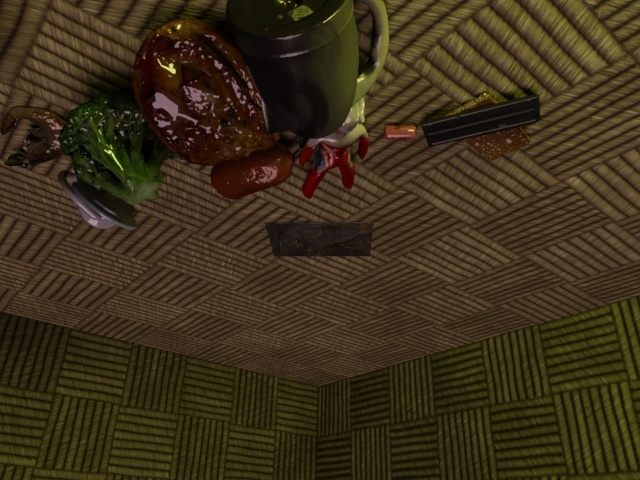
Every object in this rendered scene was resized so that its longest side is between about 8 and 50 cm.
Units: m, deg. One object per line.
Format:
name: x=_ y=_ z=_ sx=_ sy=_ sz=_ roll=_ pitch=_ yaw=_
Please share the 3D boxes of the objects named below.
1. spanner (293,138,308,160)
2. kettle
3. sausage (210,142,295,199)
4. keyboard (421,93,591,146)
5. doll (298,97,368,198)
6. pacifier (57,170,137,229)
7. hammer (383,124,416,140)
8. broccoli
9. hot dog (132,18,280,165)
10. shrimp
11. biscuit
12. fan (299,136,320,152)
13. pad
spanner: x=-0.025 y=-0.285 z=1.348 sx=0.054 sy=0.015 sz=0.255 roll=-8 pitch=150 yaw=-20
kettle: x=0.004 y=-0.365 z=1.066 sx=0.320 sy=0.228 sz=0.324 roll=-34 pitch=148 yaw=-10
sausage: x=-0.190 y=-0.192 z=1.449 sx=0.258 sy=0.133 sz=0.133 roll=-12 pitch=148 yaw=30
keyboard: x=0.440 y=-0.295 z=1.285 sx=0.381 sy=0.041 sz=0.103 roll=-4 pitch=151 yaw=23
doll: x=0.040 y=-0.241 z=1.379 sx=0.188 sy=0.099 sz=0.384 roll=-13 pitch=156 yaw=-17
pacifier: x=-0.582 y=-0.157 z=1.491 sx=0.226 sy=0.287 sz=0.238 roll=-47 pitch=117 yaw=1
hammer: x=0.204 y=-0.276 z=1.370 sx=0.083 sy=0.043 sz=0.043 roll=-2 pitch=150 yaw=3
broccoli: x=-0.461 y=-0.222 z=1.289 sx=0.307 sy=0.275 sz=0.308 roll=-30 pitch=159 yaw=-13
hot dog: x=-0.241 y=-0.306 z=1.195 sx=0.266 sy=0.174 sz=0.387 roll=-21 pitch=146 yaw=11
shrimp: x=-0.769 y=-0.272 z=1.413 sx=0.253 sy=0.058 sz=0.173 roll=-14 pitch=139 yaw=19
biscuit: x=0.426 y=-0.283 z=1.358 sx=0.131 sy=0.025 sz=0.230 roll=-23 pitch=142 yaw=37
fan: x=-0.033 y=-0.310 z=1.341 sx=0.057 sy=0.023 sz=0.282 roll=2 pitch=152 yaw=3
pad: x=0.000 y=0.000 z=1.900 sx=0.367 sy=0.007 sz=0.248 roll=0 pitch=151 yaw=3
